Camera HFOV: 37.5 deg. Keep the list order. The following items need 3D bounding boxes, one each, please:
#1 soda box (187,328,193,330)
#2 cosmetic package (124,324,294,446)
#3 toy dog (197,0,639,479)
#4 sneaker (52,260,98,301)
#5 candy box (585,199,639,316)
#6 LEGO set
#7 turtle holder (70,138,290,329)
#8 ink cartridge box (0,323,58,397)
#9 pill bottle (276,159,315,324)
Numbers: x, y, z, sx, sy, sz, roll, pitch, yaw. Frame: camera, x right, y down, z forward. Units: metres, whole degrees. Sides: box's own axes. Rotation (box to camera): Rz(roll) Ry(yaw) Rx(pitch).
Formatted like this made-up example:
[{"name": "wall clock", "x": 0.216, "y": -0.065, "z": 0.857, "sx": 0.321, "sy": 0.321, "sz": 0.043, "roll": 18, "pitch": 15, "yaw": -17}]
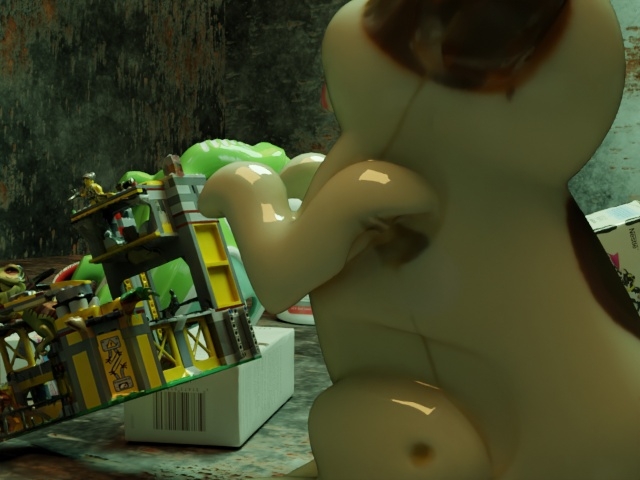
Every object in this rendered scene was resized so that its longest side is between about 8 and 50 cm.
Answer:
[{"name": "soda box", "x": -0.170, "y": 0.140, "z": 1.168, "sx": 0.169, "sy": 0.060, "sz": 0.053, "roll": 1, "pitch": 4, "yaw": 7}, {"name": "cosmetic package", "x": -0.105, "y": 0.141, "z": 0.966, "sx": 0.117, "sy": 0.085, "sz": 0.231, "roll": 1, "pitch": 5, "yaw": 9}, {"name": "toy dog", "x": 0.101, "y": -0.004, "z": 0.659, "sx": 0.395, "sy": 0.408, "sz": 0.284, "roll": 2, "pitch": 4, "yaw": 34}, {"name": "sneaker", "x": -0.275, "y": 0.083, "z": 1.450, "sx": 0.270, "sy": 0.090, "sz": 0.145, "roll": -5, "pitch": -27, "yaw": -3}, {"name": "candy box", "x": 0.299, "y": 0.063, "z": 1.133, "sx": 0.233, "sy": 0.159, "sz": 0.071, "roll": -18, "pitch": 16, "yaw": -1}, {"name": "LEGO set", "x": -0.219, "y": 0.048, "z": 0.750, "sx": 0.331, "sy": 0.192, "sz": 0.255, "roll": -22, "pitch": -7, "yaw": 34}, {"name": "turtle holder", "x": -0.180, "y": 0.012, "z": 1.317, "sx": 0.227, "sy": 0.320, "sz": 0.243, "roll": 27, "pitch": -17, "yaw": -26}, {"name": "ink cartridge box", "x": -0.330, "y": 0.136, "z": 1.101, "sx": 0.175, "sy": 0.072, "sz": 0.127, "roll": -1, "pitch": 3, "yaw": -22}, {"name": "pill bottle", "x": 0.000, "y": 0.000, "z": 1.681, "sx": 0.161, "sy": 0.283, "sz": 0.161, "roll": 0, "pitch": 4, "yaw": 0}]
